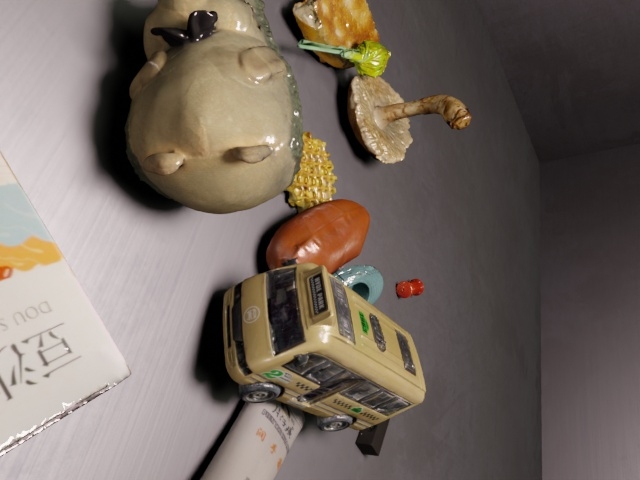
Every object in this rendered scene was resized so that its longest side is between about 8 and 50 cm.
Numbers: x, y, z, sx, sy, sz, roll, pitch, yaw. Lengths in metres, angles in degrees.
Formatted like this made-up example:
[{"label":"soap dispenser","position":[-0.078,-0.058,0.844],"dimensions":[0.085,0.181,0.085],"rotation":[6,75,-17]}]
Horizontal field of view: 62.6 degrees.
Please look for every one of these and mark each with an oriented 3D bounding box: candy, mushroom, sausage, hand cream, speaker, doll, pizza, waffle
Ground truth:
[{"label":"candy","position":[0.049,-0.398,1.116],"dimensions":[0.262,0.073,0.077],"rotation":[-10,57,-45]},{"label":"mushroom","position":[0.212,-0.289,1.245],"dimensions":[0.207,0.302,0.232],"rotation":[80,30,-50]},{"label":"sausage","position":[0.000,-0.002,0.978],"dimensions":[0.258,0.133,0.133],"rotation":[-31,109,-46]},{"label":"hand cream","position":[-0.106,0.334,0.797],"dimensions":[0.139,0.089,0.314],"rotation":[62,28,-19]},{"label":"speaker","position":[0.133,0.383,1.179],"dimensions":[0.046,0.040,0.191],"rotation":[61,38,-30]},{"label":"doll","position":[-0.144,-0.211,0.725],"dimensions":[0.247,0.248,0.349],"rotation":[38,40,-47]},{"label":"pizza","position":[0.042,-0.509,1.193],"dimensions":[0.336,0.086,0.225],"rotation":[-11,105,-57]},{"label":"waffle","position":[-0.024,-0.133,1.064],"dimensions":[0.191,0.038,0.190],"rotation":[19,67,-55]}]

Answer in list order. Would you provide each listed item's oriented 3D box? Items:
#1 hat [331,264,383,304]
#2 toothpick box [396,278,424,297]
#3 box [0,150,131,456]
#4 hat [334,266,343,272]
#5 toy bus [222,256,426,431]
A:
[{"label":"hat","position":[0.034,0.108,1.042],"dimensions":[0.191,0.078,0.138],"rotation":[-23,138,-32]},{"label":"toothpick box","position":[0.236,0.127,1.390],"dimensions":[0.083,0.047,0.047],"rotation":[-1,84,-56]},{"label":"box","position":[-0.372,0.015,0.324],"dimensions":[0.385,0.122,0.345],"rotation":[59,35,1]},{"label":"hat","position":[0.028,0.069,1.102],"dimensions":[0.087,0.042,0.058],"rotation":[90,3,-81]},{"label":"toy bus","position":[0.015,0.179,0.863],"dimensions":[0.365,0.202,0.176],"rotation":[38,32,-45]}]
